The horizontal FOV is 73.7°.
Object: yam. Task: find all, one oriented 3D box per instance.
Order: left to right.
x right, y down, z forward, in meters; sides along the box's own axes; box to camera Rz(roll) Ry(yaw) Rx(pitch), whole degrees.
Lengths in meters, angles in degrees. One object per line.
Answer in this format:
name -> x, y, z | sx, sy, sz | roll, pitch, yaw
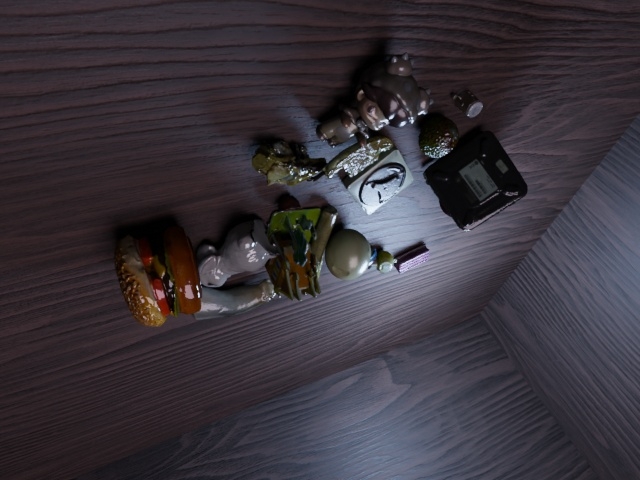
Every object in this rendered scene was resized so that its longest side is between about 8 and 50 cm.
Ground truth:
yam -> 0.000, 0.000, 1.928 | 0.083, 0.083, 0.372 | -9, 137, -28

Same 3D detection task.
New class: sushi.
sushi -> -0.112, -0.262, 1.484 | 0.290, 0.131, 0.139 | -3, 161, -45

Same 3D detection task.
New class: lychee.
lychee -> 0.463, -0.407, 1.700 | 0.171, 0.171, 0.171 | -20, 145, -15

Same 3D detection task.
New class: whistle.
whistle -> 0.302, 0.113, 2.316 | 0.222, 0.123, 0.123 | -5, 143, -2

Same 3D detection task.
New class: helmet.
helmet -> -0.122, -0.147, 1.676 | 0.111, 0.057, 0.089 | -10, 178, -36

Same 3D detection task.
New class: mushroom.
mushroom -> -0.397, 0.264, 1.946 | 0.396, 0.126, 0.178 | -2, 129, -30

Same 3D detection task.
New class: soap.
soap -> 0.533, 0.108, 2.496 | 0.202, 0.066, 0.122 | -24, 146, -9

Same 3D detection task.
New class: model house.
model house -> -0.076, 0.078, 1.779 | 0.242, 0.313, 0.358 | -8, 140, -33

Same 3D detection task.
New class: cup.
cup -> 0.567, -0.537, 1.649 | 0.074, 0.099, 0.102 | -41, 145, 14

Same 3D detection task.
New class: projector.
projector -> 0.253, -0.247, 1.808 | 0.259, 0.079, 0.257 | -38, 145, 8

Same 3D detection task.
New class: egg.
egg -> 0.127, 0.068, 1.999 | 0.218, 0.219, 0.270 | -21, 143, -13

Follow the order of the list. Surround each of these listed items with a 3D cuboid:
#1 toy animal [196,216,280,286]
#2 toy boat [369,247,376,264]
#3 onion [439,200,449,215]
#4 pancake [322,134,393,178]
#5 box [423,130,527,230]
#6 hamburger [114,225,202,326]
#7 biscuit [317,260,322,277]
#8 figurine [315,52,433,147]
toy animal -> -0.353, 0.065, 1.678 | 0.357, 0.194, 0.257 | -29, 157, 13
toy boat -> 0.194, 0.099, 2.217 | 0.223, 0.100, 0.097 | -26, 110, -13
onion -> 0.728, -0.227, 2.086 | 0.313, 0.233, 0.314 | -3, 155, -2
pancake -> 0.147, -0.311, 1.577 | 0.376, 0.054, 0.197 | -25, 156, -41
box -> 0.680, -0.262, 1.887 | 0.350, 0.359, 0.091 | -35, 180, 9
hamburger -> -0.554, 0.125, 1.466 | 0.249, 0.330, 0.330 | -12, 142, -22
biscuit -> -0.055, 0.142, 2.141 | 0.138, 0.016, 0.232 | -16, 145, -22
figurine -> 0.167, -0.435, 1.413 | 0.380, 0.203, 0.248 | -29, 133, 23
